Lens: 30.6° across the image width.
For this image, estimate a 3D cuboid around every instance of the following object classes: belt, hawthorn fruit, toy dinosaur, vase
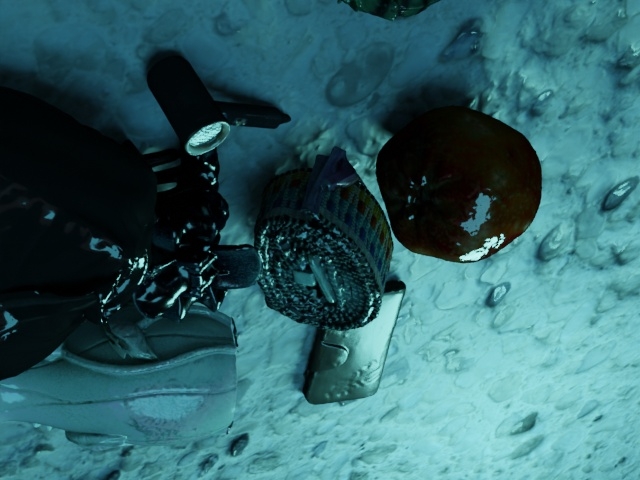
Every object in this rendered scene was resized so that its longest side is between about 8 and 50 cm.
[{"bbox_3d":[0.000,0.000,1.855,0.206,0.161,0.295,-8,135,25],"label":"belt"},{"bbox_3d":[0.236,-0.095,1.869,0.300,0.254,0.254,-21,150,-53],"label":"hawthorn fruit"},{"bbox_3d":[0.110,-0.356,1.624,0.292,0.120,0.079,-22,135,-45],"label":"toy dinosaur"},{"bbox_3d":[-0.357,0.214,1.841,0.445,0.250,0.250,-1,134,-18],"label":"vase"}]

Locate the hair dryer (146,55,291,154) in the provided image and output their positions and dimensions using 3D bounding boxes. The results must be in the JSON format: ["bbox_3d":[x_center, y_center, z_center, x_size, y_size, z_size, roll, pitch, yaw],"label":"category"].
[{"bbox_3d":[-0.132,-0.190,1.665,0.070,0.128,0.255,-43,160,27],"label":"hair dryer"}]

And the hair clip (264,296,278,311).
[{"bbox_3d":[-0.006,0.068,2.027,0.195,0.052,0.124,-25,146,-11],"label":"hair clip"}]

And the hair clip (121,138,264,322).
[{"bbox_3d":[-0.203,-0.004,1.714,0.194,0.206,0.310,-14,139,-15],"label":"hair clip"}]

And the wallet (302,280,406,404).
[{"bbox_3d":[0.063,0.202,2.213,0.165,0.042,0.310,-9,137,-23],"label":"wallet"}]

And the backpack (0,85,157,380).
[{"bbox_3d":[-0.436,0.027,1.561,0.363,0.255,0.446,27,131,-14],"label":"backpack"}]
